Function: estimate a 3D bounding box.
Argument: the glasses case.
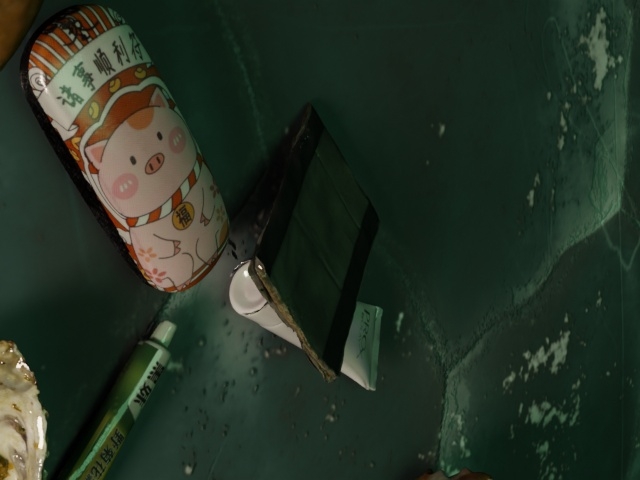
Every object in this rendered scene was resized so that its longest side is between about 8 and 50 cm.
[{"bbox_3d":[-0.157,-0.071,1.038,0.103,0.067,0.267,-51,132,-31],"label":"glasses case"}]

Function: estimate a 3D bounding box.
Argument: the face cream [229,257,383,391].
[{"bbox_3d":[-0.003,0.082,1.256,0.243,0.058,0.092,30,63,-52],"label":"face cream"}]

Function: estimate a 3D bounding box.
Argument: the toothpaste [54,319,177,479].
[{"bbox_3d":[-0.181,0.158,1.086,0.049,0.031,0.204,45,67,-43],"label":"toothpaste"}]

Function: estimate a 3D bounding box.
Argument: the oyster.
[{"bbox_3d":[-0.260,0.159,0.979,0.105,0.056,0.177,-35,122,-25],"label":"oyster"}]

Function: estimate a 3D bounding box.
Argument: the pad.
[{"bbox_3d":[-0.001,0.000,1.209,0.174,0.022,0.233,56,35,-36],"label":"pad"}]

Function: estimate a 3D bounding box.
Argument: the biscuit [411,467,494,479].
[{"bbox_3d":[0.169,0.447,1.475,0.366,0.115,0.268,50,60,-40],"label":"biscuit"}]

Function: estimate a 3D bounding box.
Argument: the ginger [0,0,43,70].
[{"bbox_3d":[-0.248,-0.250,0.822,0.165,0.172,0.321,-9,105,-48],"label":"ginger"}]
